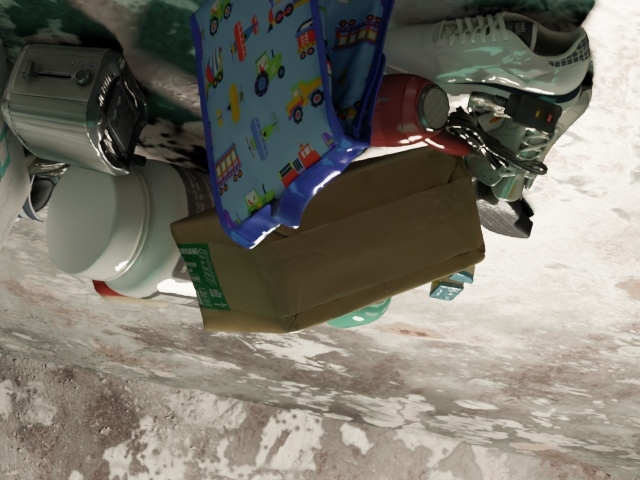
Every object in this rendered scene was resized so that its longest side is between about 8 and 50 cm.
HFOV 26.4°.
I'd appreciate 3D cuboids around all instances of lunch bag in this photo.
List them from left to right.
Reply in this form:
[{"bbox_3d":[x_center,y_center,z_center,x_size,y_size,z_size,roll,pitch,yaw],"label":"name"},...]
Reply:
[{"bbox_3d":[-0.032,-0.146,1.361,0.138,0.293,0.221,20,145,-28],"label":"lunch bag"}]

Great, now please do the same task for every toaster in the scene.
[{"bbox_3d":[-0.321,-0.171,1.799,0.147,0.129,0.227,11,162,12],"label":"toaster"}]

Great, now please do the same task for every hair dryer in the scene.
[{"bbox_3d":[0.115,-0.115,1.514,0.294,0.080,0.223,13,164,4],"label":"hair dryer"}]

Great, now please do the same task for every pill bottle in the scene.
[{"bbox_3d":[-0.207,-0.007,2.019,0.361,0.204,0.204,13,165,-43],"label":"pill bottle"}]

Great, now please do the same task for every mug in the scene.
[{"bbox_3d":[0.050,0.078,2.340,0.158,0.129,0.097,24,155,-35],"label":"mug"}]

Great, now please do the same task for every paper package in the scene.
[{"bbox_3d":[0.000,0.000,1.788,0.310,0.168,0.325,-19,-174,-22],"label":"paper package"}]

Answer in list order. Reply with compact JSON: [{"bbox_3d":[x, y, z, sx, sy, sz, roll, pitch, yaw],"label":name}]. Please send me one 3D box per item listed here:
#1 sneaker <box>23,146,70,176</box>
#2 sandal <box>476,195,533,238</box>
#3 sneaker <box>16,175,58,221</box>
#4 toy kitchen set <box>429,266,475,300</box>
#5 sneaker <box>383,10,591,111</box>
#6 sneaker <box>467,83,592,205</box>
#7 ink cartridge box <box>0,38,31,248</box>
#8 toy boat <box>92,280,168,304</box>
[{"bbox_3d":[-0.368,-0.149,1.977,0.228,0.087,0.130,-18,173,26],"label":"sneaker"},{"bbox_3d":[0.252,-0.056,1.963,0.097,0.054,0.254,13,173,16],"label":"sandal"},{"bbox_3d":[-0.515,-0.063,2.285,0.153,0.099,0.282,12,159,2],"label":"sneaker"},{"bbox_3d":[0.139,0.057,2.236,0.207,0.122,0.166,13,162,-6],"label":"toy kitchen set"},{"bbox_3d":[0.176,-0.212,1.490,0.235,0.090,0.094,8,144,6],"label":"sneaker"},{"bbox_3d":[0.250,-0.113,1.656,0.099,0.121,0.262,13,162,-10],"label":"sneaker"},{"bbox_3d":[-0.526,-0.119,1.811,0.198,0.197,0.270,8,135,8],"label":"ink cartridge box"},{"bbox_3d":[-0.307,0.019,2.402,0.231,0.151,0.151,0,130,29],"label":"toy boat"}]
